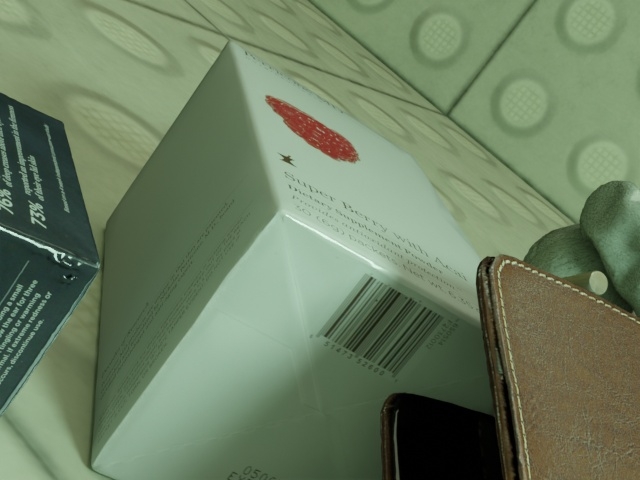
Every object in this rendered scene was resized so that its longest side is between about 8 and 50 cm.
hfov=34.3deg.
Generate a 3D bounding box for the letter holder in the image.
[{"bbox_3d":[0.145,0.166,0.525,0.302,0.152,0.214,28,43,-29],"label":"letter holder"}]

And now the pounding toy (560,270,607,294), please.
[{"bbox_3d":[0.157,0.147,0.783,0.183,0.110,0.236,-2,-72,69],"label":"pounding toy"}]

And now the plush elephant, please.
[{"bbox_3d":[0.279,0.079,0.956,0.330,0.272,0.255,-26,87,-49],"label":"plush elephant"}]

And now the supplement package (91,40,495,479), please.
[{"bbox_3d":[-0.022,0.024,0.653,0.178,0.175,0.293,29,18,-22],"label":"supplement package"}]

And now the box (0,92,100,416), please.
[{"bbox_3d":[-0.226,-0.025,0.486,0.207,0.108,0.153,26,20,-32],"label":"box"}]
